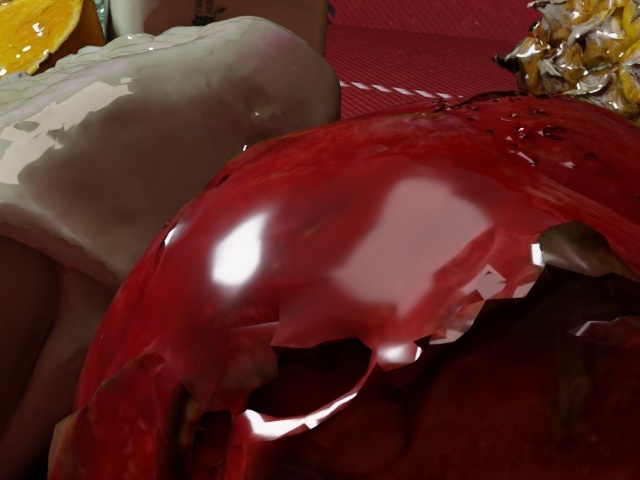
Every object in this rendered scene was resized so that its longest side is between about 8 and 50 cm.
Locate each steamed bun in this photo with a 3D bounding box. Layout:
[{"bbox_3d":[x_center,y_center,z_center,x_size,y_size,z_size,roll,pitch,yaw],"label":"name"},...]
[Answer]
[{"bbox_3d":[-0.159,0.032,0.696,0.339,0.247,0.352,-5,24,46],"label":"steamed bun"}]

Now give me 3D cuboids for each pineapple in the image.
[{"bbox_3d":[0.358,-0.119,1.133,0.352,0.352,0.300,-7,28,-27],"label":"pineapple"}]

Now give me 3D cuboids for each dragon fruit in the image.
[{"bbox_3d":[0.053,0.090,0.448,0.296,0.295,0.301,3,-3,2],"label":"dragon fruit"}]

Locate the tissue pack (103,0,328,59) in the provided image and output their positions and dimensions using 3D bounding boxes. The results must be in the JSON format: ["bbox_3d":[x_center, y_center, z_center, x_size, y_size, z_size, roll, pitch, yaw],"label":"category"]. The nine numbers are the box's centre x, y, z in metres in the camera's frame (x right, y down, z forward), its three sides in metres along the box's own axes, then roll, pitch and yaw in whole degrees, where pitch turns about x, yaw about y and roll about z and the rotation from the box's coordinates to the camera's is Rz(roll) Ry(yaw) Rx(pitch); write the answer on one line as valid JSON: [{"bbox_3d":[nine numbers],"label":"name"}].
[{"bbox_3d":[-0.112,-0.222,1.225,0.207,0.380,0.297,-1,31,-10],"label":"tissue pack"}]

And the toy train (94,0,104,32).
[{"bbox_3d":[-0.217,-0.220,1.509,0.299,0.167,0.238,-3,-20,-16],"label":"toy train"}]

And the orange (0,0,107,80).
[{"bbox_3d":[-0.344,-0.107,1.102,0.310,0.274,0.274,-7,19,-28],"label":"orange"}]
